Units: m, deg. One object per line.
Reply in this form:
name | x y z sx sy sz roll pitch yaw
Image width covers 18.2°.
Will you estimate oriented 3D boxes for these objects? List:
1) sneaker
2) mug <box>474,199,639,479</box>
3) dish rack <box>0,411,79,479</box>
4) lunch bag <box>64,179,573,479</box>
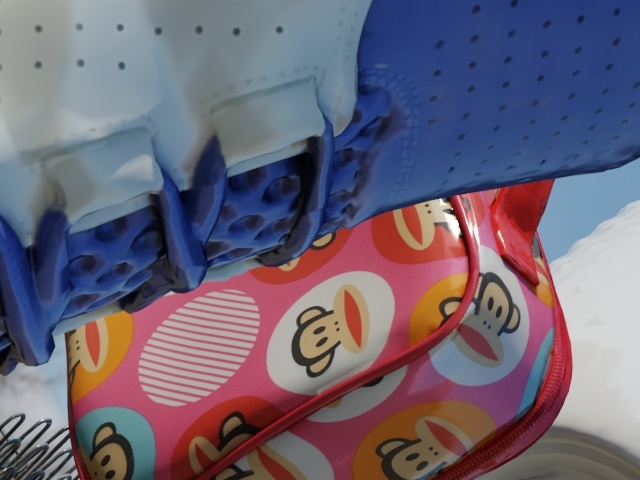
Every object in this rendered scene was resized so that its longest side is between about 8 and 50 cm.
sneaker | -0.087 0.004 0.348 0.127 0.316 0.182 116 -28 -62
mug | 0.227 0.083 1.087 0.276 0.328 0.374 37 -57 18
dish rack | -0.153 0.153 1.084 0.271 0.074 0.208 49 4 17
lunch bag | 0.000 0.000 0.959 0.120 0.258 0.293 42 24 -38
